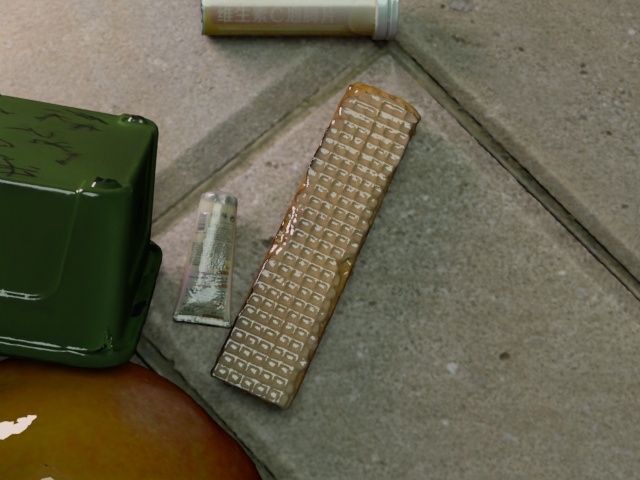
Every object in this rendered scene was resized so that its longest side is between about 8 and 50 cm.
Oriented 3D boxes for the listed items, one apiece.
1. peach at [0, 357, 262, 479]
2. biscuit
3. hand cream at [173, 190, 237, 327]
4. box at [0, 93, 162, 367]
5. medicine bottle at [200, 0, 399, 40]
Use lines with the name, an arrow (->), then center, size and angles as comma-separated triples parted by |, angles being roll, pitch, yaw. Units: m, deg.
peach -> -0.202, 0.250, 1.244 | 0.332, 0.308, 0.307 | 5, 68, -18
biscuit -> 0.000, 0.000, 1.486 | 0.094, 0.054, 0.378 | 24, 67, 1
hand cream -> -0.113, 0.019, 1.478 | 0.061, 0.039, 0.143 | 11, 77, -11
box -> -0.273, -0.025, 1.306 | 0.253, 0.328, 0.177 | 8, 106, -4
medicine bottle -> -0.025, -0.258, 1.577 | 0.218, 0.074, 0.074 | -1, 69, -6
